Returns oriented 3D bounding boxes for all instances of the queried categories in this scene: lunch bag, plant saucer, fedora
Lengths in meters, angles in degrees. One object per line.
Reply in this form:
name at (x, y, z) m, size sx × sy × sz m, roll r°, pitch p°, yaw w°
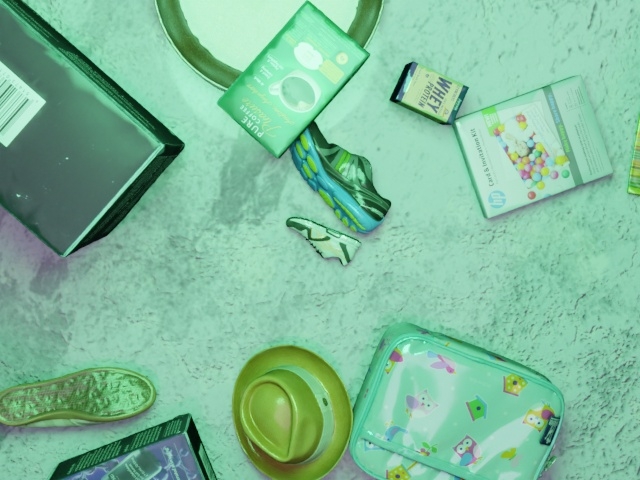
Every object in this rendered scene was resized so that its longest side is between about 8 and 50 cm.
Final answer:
lunch bag at (0.187, 0.255, 1.523) m, size 0.279 × 0.108 × 0.224 m, roll 22°, pitch 93°, yaw -4°
plant saucer at (-0.069, -0.345, 1.485) m, size 0.311 × 0.050 × 0.310 m, roll -1°, pitch 97°, yaw -5°
fedora at (-0.052, 0.238, 1.497) m, size 0.194 × 0.079 × 0.194 m, roll -1°, pitch 88°, yaw 24°

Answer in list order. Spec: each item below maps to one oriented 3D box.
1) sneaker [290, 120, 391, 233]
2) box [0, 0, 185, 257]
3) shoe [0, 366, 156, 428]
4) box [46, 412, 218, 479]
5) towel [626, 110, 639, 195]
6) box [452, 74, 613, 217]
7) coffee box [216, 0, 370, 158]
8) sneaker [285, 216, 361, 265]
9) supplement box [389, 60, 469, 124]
sneaker at (0.025, -0.097, 1.516) m, size 0.078 × 0.067 × 0.188 m, roll -38°, pitch 90°, yaw -27°
box at (-0.359, -0.164, 1.363) m, size 0.343 × 0.312 × 0.179 m, roll 42°, pitch 93°, yaw -4°
shoe at (-0.336, 0.219, 1.529) m, size 0.219 × 0.058 × 0.076 m, roll -4°, pitch 75°, yaw -6°
box at (-0.248, 0.350, 1.513) m, size 0.207 × 0.108 × 0.153 m, roll -22°, pitch 96°, yaw -1°
towel at (0.495, -0.173, 1.544) m, size 0.102 × 0.021 × 0.237 m, roll 8°, pitch 94°, yaw -4°
box at (0.292, -0.130, 1.531) m, size 0.186 × 0.038 × 0.145 m, roll -19°, pitch 95°, yaw 0°
coffee box at (-0.036, -0.210, 1.457) m, size 0.113 × 0.040 × 0.184 m, roll 40°, pitch 93°, yaw -1°
sneaker at (0.000, 0.000, 1.528) m, size 0.109 × 0.040 × 0.043 m, roll 24°, pitch 95°, yaw -4°
supplement box at (0.145, -0.198, 1.495) m, size 0.083 × 0.083 × 0.056 m, roll 24°, pitch 95°, yaw -5°
